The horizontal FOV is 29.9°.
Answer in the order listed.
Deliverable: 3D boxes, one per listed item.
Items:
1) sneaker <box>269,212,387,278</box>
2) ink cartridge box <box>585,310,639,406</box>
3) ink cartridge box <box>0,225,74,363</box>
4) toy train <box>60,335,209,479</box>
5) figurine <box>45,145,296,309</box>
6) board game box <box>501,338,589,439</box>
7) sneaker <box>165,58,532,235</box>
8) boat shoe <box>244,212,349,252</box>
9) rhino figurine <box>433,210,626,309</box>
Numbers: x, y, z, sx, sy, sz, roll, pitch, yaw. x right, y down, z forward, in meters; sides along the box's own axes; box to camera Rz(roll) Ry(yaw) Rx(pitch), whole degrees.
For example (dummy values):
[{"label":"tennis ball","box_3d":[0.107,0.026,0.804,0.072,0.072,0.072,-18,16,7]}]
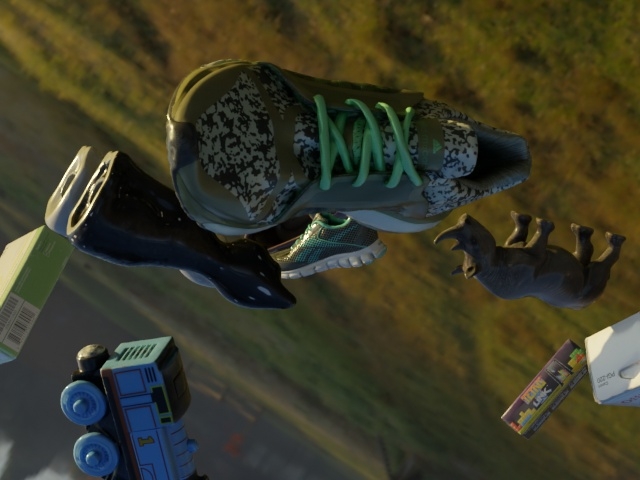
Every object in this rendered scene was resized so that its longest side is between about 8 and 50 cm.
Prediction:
[{"label":"sneaker","box_3d":[0.000,0.000,1.523,0.065,0.167,0.076,-45,-60,-67]},{"label":"ink cartridge box","box_3d":[0.458,0.144,1.459,0.218,0.092,0.158,6,154,-27]},{"label":"ink cartridge box","box_3d":[-0.419,0.087,1.548,0.056,0.171,0.235,36,149,-25]},{"label":"toy train","box_3d":[-0.163,0.177,1.077,0.105,0.184,0.080,-9,-165,13]},{"label":"figurine","box_3d":[-0.142,0.000,1.138,0.209,0.092,0.215,30,175,-22]},{"label":"board game box","box_3d":[0.374,0.247,1.968,0.048,0.170,0.141,41,179,20]},{"label":"sneaker","box_3d":[0.043,-0.088,1.046,0.182,0.158,0.410,-7,177,40]},{"label":"boat shoe","box_3d":[0.015,-0.069,1.643,0.342,0.123,0.123,-29,93,43]},{"label":"rhino figurine","box_3d":[0.249,0.022,1.457,0.243,0.106,0.073,10,-174,-19]}]
